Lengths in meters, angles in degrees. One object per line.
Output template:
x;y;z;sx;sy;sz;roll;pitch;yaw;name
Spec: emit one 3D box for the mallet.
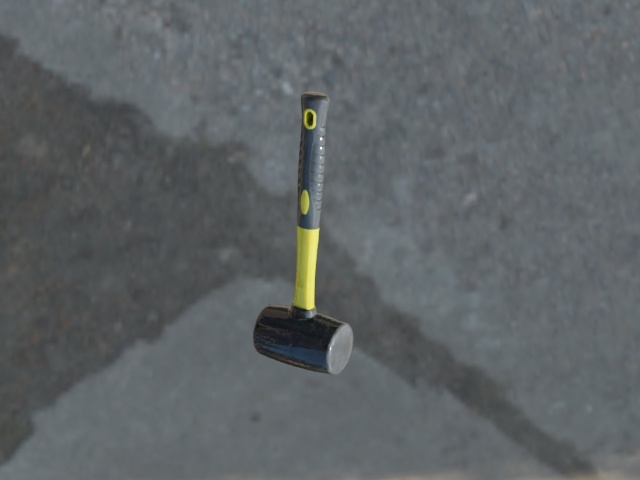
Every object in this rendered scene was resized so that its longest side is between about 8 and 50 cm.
0.000;0.000;1.062;0.062;0.039;0.189;22;118;22;mallet
